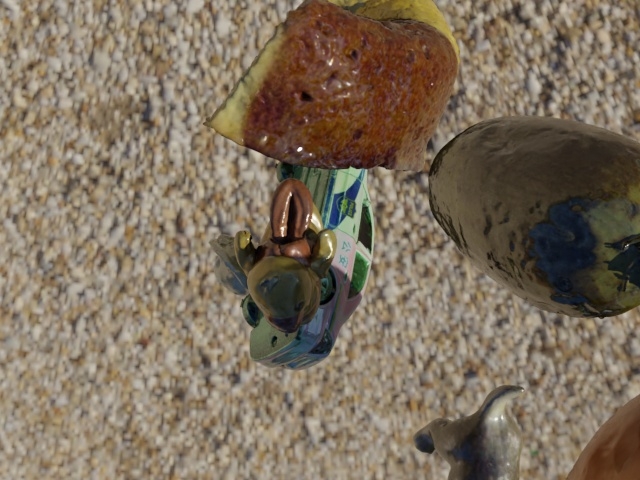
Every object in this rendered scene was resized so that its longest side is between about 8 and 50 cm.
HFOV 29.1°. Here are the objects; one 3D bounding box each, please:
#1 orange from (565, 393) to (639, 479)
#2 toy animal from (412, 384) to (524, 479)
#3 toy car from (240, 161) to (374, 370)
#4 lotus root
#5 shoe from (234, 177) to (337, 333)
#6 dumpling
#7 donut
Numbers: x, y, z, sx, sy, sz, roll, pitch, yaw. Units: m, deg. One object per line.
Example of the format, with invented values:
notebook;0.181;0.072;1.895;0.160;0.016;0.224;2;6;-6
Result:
orange;0.282;0.185;0.743;0.274;0.274;0.310;18;141;-17
toy animal;0.177;0.282;1.298;0.121;0.233;0.168;5;159;-17
toy car;0.000;0.000;1.018;0.076;0.224;0.090;25;149;-22
lotus root;0.107;-0.016;0.568;0.089;0.179;0.080;-13;113;-24
shoe;-0.028;0.010;0.902;0.072;0.109;0.069;17;150;19
dumpling;-0.067;0.016;1.068;0.052;0.076;0.057;-23;104;40
donut;0.035;-0.127;0.916;0.151;0.295;0.112;31;118;0
